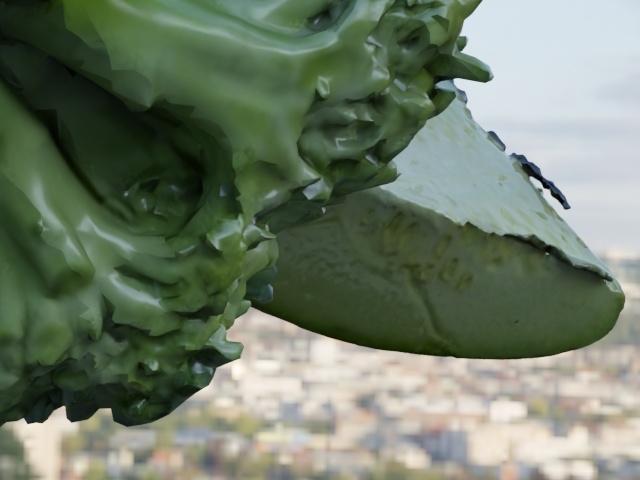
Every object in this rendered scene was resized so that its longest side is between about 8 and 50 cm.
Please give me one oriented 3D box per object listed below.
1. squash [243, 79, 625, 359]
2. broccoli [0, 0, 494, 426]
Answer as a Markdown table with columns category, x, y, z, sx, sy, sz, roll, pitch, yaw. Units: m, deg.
| category | x | y | z | sx | sy | sz | roll | pitch | yaw |
| --- | --- | --- | --- | --- | --- | --- | --- | --- | --- |
| squash | 0.000 | 0.000 | 0.813 | 0.252 | 0.093 | 0.169 | -3 | 45 | -46 |
| broccoli | -0.085 | -0.089 | 0.550 | 0.275 | 0.353 | 0.397 | 34 | -44 | 1 |
